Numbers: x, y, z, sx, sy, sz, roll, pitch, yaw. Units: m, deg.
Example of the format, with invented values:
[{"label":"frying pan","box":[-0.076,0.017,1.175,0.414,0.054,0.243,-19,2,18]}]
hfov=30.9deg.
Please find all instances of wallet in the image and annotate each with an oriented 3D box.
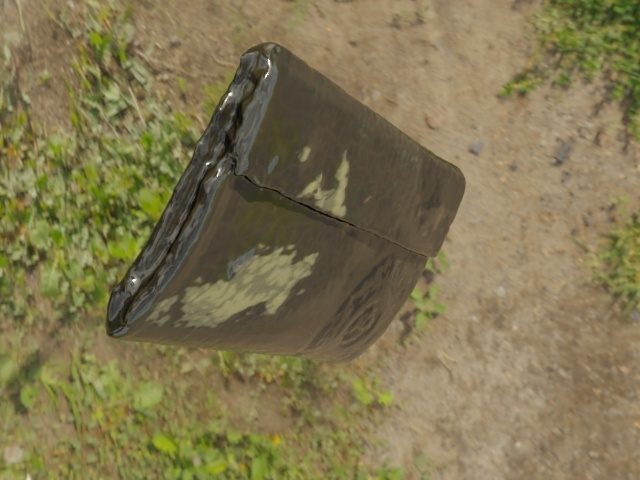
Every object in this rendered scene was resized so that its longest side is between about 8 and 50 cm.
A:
[{"label":"wallet","box":[0.000,0.000,0.708,0.170,0.044,0.321,-58,157,6]}]
